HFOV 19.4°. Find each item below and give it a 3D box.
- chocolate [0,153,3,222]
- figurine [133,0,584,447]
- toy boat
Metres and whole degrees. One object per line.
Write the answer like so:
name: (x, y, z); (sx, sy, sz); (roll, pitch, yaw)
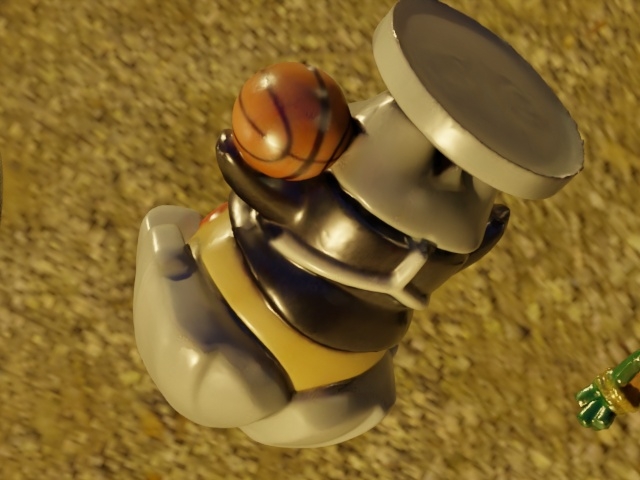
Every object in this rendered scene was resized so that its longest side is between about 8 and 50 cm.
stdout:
chocolate: (-0.179, -0.008, 0.585); (0.221, 0.147, 0.221); (-38, 39, 40)
figurine: (0.000, 0.000, 0.923); (0.236, 0.176, 0.133); (-48, 37, 29)
toy boat: (0.250, 0.104, 1.105); (0.229, 0.089, 0.088); (16, 61, 50)
